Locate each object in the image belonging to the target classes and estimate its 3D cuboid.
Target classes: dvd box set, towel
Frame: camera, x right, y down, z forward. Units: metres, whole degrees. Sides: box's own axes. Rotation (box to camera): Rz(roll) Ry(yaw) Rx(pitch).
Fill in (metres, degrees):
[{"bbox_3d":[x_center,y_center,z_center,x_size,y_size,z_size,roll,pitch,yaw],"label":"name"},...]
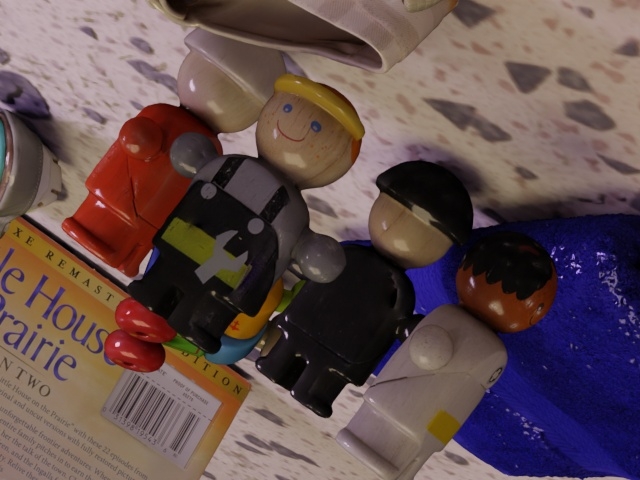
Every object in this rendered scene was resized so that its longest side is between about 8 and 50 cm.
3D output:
[{"bbox_3d":[-0.275,0.205,1.495,0.307,0.420,0.062,37,162,-24],"label":"dvd box set"},{"bbox_3d":[0.144,0.076,1.124,0.227,0.076,0.308,36,159,-23],"label":"towel"}]

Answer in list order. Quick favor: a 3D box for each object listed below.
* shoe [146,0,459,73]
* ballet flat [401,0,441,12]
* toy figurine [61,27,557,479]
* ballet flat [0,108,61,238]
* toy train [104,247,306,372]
[{"bbox_3d":[-0.044,-0.128,0.896,0.219,0.058,0.076,19,158,25],"label":"shoe"},{"bbox_3d":[0.056,-0.134,0.758,0.052,0.057,0.168,15,159,8],"label":"ballet flat"},{"bbox_3d":[0.000,0.000,0.963,0.213,0.148,0.209,38,178,-22],"label":"toy figurine"},{"bbox_3d":[-0.213,-0.044,1.348,0.068,0.072,0.213,6,169,-22],"label":"ballet flat"},{"bbox_3d":[-0.049,0.028,1.244,0.143,0.105,0.248,19,161,-5],"label":"toy train"}]
